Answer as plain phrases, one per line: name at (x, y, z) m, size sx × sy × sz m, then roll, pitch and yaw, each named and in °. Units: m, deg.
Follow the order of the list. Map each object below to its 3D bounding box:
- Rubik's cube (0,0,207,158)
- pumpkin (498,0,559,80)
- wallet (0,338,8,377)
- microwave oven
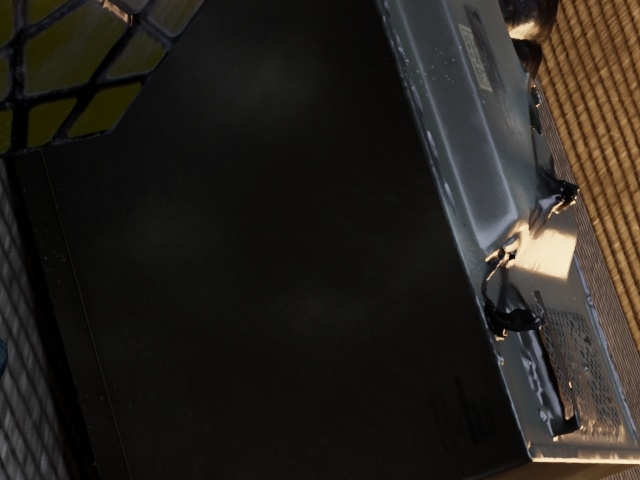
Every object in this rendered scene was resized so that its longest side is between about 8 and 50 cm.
Rubik's cube at (-0.212, -0.195, 1.138) m, size 0.264 × 0.319 × 0.319 m, roll 155°, pitch -82°, yaw -80°
pumpkin at (0.027, -0.217, 1.722) m, size 0.266 × 0.363 × 0.363 m, roll -41°, pitch 112°, yaw -79°
wallet at (-0.266, 0.116, 1.048) m, size 0.190 × 0.046 × 0.379 m, roll 61°, pitch 22°, yaw -29°
microwave oven at (0.000, 0.000, 1.408) m, size 0.236 × 0.374 × 0.432 m, roll 11°, pitch 59°, yaw -61°
